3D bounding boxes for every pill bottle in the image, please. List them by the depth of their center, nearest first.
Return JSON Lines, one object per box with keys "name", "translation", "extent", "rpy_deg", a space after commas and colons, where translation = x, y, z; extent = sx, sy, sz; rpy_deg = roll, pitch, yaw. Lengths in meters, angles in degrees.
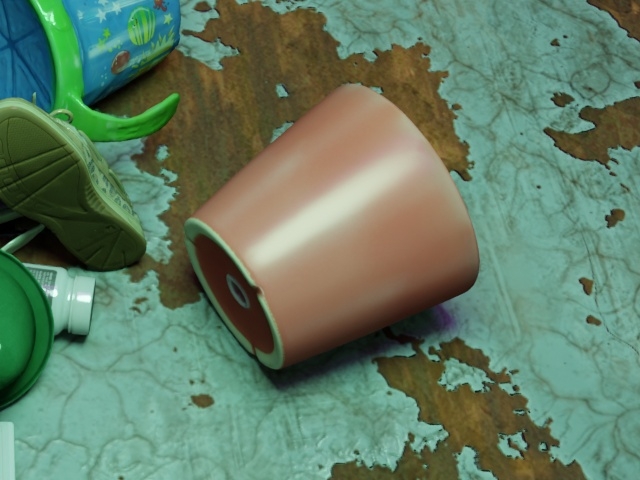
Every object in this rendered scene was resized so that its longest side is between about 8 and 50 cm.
{"name": "pill bottle", "translation": [-0.319, 0.064, 1.706], "extent": [0.137, 0.078, 0.078], "rpy_deg": [8, 54, -5]}

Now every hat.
{"name": "hat", "translation": [-0.335, 0.110, 1.560], "extent": [0.173, 0.183, 0.208], "rpy_deg": [-31, 103, -16]}

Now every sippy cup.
{"name": "sippy cup", "translation": [-0.297, -0.263, 1.864], "extent": [0.224, 0.240, 0.305], "rpy_deg": [-28, 104, -38]}

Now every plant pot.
{"name": "plant pot", "translation": [0.000, 0.000, 1.719], "extent": [0.243, 0.275, 0.275], "rpy_deg": [-32, 67, -19]}

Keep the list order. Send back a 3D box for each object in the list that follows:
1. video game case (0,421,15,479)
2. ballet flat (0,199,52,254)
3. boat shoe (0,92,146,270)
{"name": "video game case", "translation": [-0.411, 0.291, 1.561], "extent": [0.206, 0.026, 0.227], "rpy_deg": [-1, 57, -12]}
{"name": "ballet flat", "translation": [-0.414, -0.013, 1.734], "extent": [0.280, 0.095, 0.096], "rpy_deg": [-18, 72, -22]}
{"name": "boat shoe", "translation": [-0.288, -0.072, 1.706], "extent": [0.104, 0.285, 0.089], "rpy_deg": [-21, 51, 10]}
